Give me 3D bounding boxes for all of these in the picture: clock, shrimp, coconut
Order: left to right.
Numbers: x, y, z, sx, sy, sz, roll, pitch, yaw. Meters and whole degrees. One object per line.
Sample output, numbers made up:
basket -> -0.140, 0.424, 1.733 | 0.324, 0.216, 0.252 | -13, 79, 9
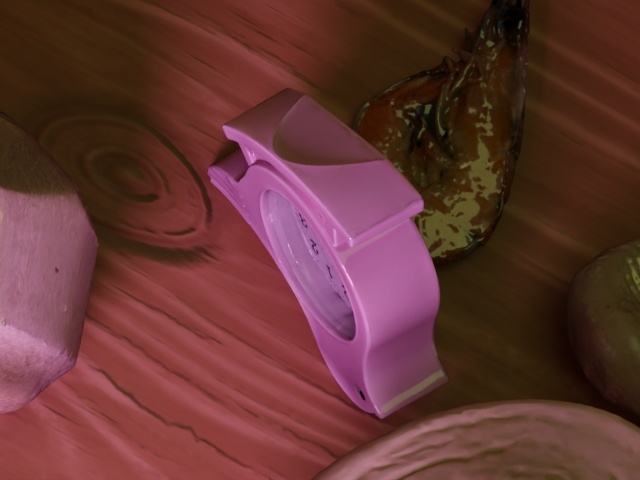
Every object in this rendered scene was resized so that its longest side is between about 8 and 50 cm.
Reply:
coconut -> -0.308, 0.012, 1.533 | 0.237, 0.237, 0.266 | 7, 70, -9
clock -> 0.000, 0.000, 1.637 | 0.080, 0.275, 0.290 | -29, 44, -16
shrimp -> 0.120, -0.124, 1.756 | 0.164, 0.062, 0.317 | 18, 73, -3

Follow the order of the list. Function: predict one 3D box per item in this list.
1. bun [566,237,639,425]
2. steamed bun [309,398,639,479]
bun -> 0.332, 0.102, 1.689 | 0.231, 0.133, 0.231 | 11, 46, -11
steamed bun -> 0.066, 0.328, 1.438 | 0.456, 0.371, 0.290 | -37, 62, -19
